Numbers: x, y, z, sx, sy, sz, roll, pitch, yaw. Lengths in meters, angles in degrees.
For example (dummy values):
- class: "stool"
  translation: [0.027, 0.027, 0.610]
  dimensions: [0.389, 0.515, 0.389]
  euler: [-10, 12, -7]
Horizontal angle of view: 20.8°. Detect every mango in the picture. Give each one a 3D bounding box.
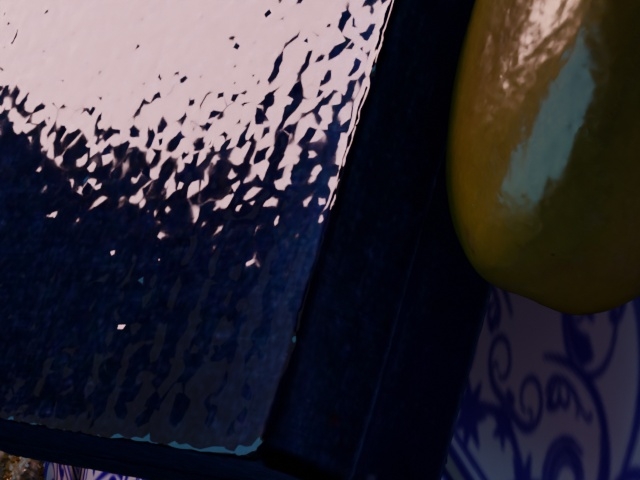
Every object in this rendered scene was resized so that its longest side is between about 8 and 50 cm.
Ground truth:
- class: "mango"
  translation: [0.102, -0.071, 0.613]
  dimensions: [0.130, 0.092, 0.194]
  euler: [-127, 48, -64]

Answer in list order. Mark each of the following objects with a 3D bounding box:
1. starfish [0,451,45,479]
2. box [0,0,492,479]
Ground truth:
- class: "starfish"
  translation: [-0.307, 0.287, 1.710]
  dimensions: [0.303, 0.113, 0.312]
  euler: [155, 126, -65]
- class: "box"
  translation: [-0.045, -0.038, 0.748]
  dimensions: [0.261, 0.116, 0.278]
  euler: [2, 71, 44]
